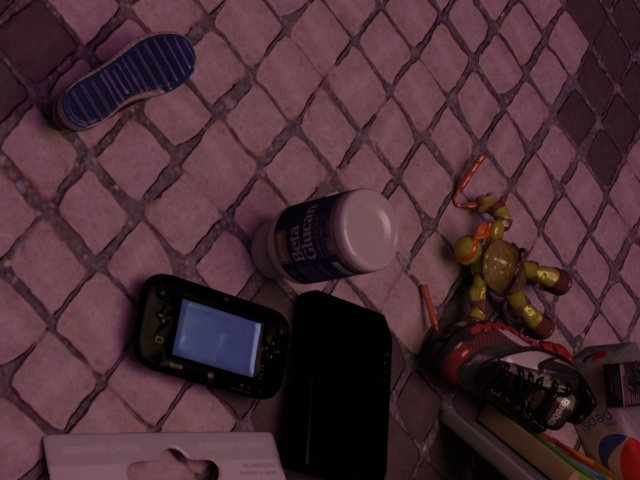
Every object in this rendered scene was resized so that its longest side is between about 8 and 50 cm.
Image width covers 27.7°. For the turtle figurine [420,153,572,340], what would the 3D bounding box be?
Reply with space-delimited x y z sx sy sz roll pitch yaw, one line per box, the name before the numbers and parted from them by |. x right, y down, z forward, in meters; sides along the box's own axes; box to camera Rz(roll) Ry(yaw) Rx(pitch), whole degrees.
turtle figurine | 0.251 0.032 1.755 0.217 0.087 0.269 30 62 -35

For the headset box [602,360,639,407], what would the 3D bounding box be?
headset box | 0.426 0.200 1.800 0.083 0.032 0.062 2 81 -41

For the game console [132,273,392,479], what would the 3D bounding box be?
game console | -0.058 0.145 1.466 0.361 0.044 0.213 21 61 -36

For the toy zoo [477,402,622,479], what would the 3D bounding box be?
toy zoo | 0.362 0.320 1.742 0.293 0.192 0.030 31 94 -36

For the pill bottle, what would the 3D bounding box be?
pill bottle | 0.000 0.000 1.471 0.094 0.169 0.094 11 74 -41

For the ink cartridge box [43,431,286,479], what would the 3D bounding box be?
ink cartridge box | -0.148 0.395 1.344 0.308 0.091 0.385 7 61 -42

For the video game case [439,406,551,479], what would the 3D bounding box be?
video game case | 0.272 0.301 1.654 0.193 0.212 0.023 31 93 -35

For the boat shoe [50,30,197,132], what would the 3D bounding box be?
boat shoe | -0.214 -0.169 1.376 0.183 0.066 0.066 -32 102 -36

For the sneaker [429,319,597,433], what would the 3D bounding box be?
sneaker | 0.262 0.182 1.691 0.276 0.135 0.097 18 113 -41

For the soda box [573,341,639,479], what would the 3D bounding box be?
soda box | 0.448 0.296 1.885 0.098 0.091 0.286 -31 103 -41
